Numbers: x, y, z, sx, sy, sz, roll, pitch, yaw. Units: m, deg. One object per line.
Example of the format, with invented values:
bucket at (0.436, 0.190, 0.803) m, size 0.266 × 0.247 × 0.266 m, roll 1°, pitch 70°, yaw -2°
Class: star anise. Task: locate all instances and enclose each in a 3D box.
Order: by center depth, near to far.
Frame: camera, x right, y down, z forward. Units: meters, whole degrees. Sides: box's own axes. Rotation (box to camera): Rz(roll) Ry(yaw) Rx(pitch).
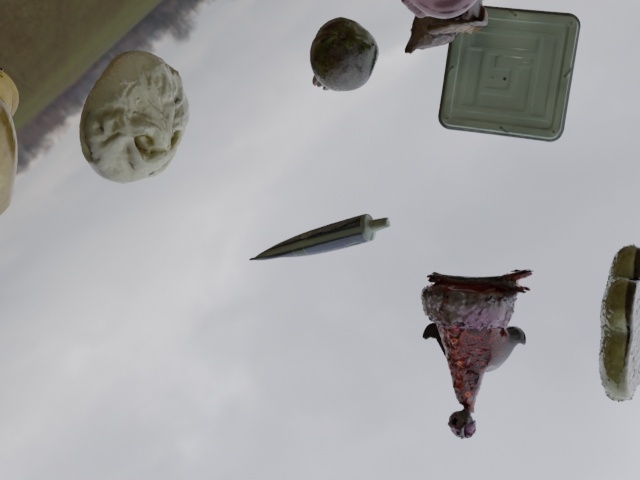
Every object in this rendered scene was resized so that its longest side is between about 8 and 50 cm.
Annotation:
star anise at (0.251, -0.421, 1.226) m, size 0.292 × 0.109 × 0.349 m, roll -53°, pitch -175°, yaw 12°

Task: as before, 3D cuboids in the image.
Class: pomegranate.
pomegranate at (0.027, -0.337, 1.343) m, size 0.163 × 0.125 × 0.138 m, roll -17°, pitch -122°, yaw 40°

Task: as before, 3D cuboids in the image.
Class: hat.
hat at (0.201, 0.148, 0.948) m, size 0.140 × 0.227 × 0.129 m, roll 1°, pitch -176°, yaw 8°

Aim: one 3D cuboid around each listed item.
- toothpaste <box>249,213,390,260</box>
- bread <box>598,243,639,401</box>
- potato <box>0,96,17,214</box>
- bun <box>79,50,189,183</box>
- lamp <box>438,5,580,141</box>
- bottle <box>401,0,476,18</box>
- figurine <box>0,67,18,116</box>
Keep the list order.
toothpaste at (0.000, 0.000, 0.910) m, size 0.197 × 0.035 × 0.057 m, roll -15°, pitch -177°, yaw 30°
bread at (0.458, 0.108, 1.075) m, size 0.056 × 0.207 × 0.286 m, roll 2°, pitch -172°, yaw 31°
potato at (-0.483, -0.143, 0.936) m, size 0.158 × 0.203 × 0.178 m, roll -54°, pitch 178°, yaw 33°
bun at (-0.288, -0.192, 1.174) m, size 0.231 × 0.133 × 0.231 m, roll 23°, pitch 90°, yaw -82°
lamp at (0.400, -0.357, 1.548) m, size 0.047 × 0.266 × 0.269 m, roll -28°, pitch 125°, yaw -79°
bottle at (0.133, -0.343, 0.809) m, size 0.110 × 0.110 × 0.233 m, roll -27°, pitch -137°, yaw 34°
figurine at (-0.797, -0.364, 1.622) m, size 0.192 × 0.257 × 0.167 m, roll -28°, pitch 170°, yaw 20°
